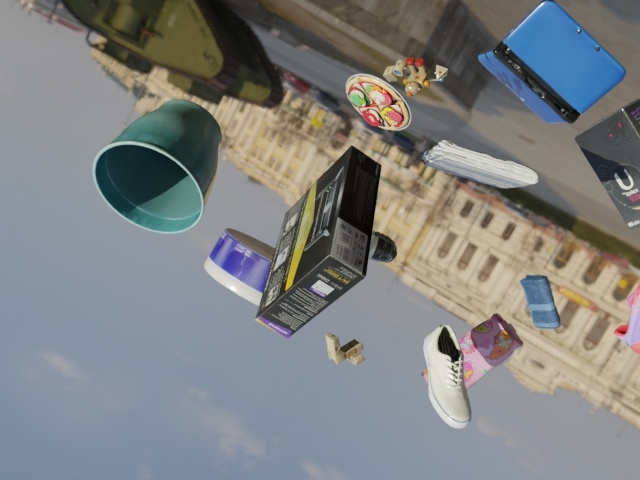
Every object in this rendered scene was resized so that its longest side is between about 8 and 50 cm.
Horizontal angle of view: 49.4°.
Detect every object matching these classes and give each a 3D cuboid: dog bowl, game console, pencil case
[{"bbox_3d":[-0.135,0.077,1.646,0.265,0.104,0.265,29,-177,-2],"label":"dog bowl"},{"bbox_3d":[0.605,-0.465,1.848,0.293,0.173,0.250,40,-176,-9],"label":"game console"},{"bbox_3d":[0.416,0.326,1.914,0.124,0.284,0.124,42,-164,-14],"label":"pencil case"}]

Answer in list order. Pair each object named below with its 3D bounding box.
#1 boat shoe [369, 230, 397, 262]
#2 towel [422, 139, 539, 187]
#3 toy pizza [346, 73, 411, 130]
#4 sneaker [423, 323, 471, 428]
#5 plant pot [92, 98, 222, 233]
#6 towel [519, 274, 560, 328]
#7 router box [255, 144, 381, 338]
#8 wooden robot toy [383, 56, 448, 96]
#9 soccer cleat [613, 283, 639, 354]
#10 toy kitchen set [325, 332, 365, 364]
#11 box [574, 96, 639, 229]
[{"bbox_3d":[0.168,0.022,1.933,0.079,0.084,0.233,15,-175,-1],"label":"boat shoe"},{"bbox_3d":[0.319,-0.153,1.439,0.209,0.034,0.285,18,-177,2],"label":"towel"},{"bbox_3d":[0.148,-0.357,1.835,0.201,0.032,0.201,31,160,13],"label":"toy pizza"},{"bbox_3d":[0.303,0.315,1.652,0.094,0.091,0.258,1,-132,-16],"label":"sneaker"},{"bbox_3d":[-0.366,-0.201,1.682,0.272,0.271,0.255,26,-133,-8],"label":"plant pot"},{"bbox_3d":[0.475,0.133,1.501,0.029,0.119,0.067,-23,-171,-32],"label":"towel"},{"bbox_3d":[0.000,0.000,1.323,0.081,0.243,0.308,32,-137,-18],"label":"router box"},{"bbox_3d":[0.214,-0.380,1.641,0.173,0.079,0.076,16,161,36],"label":"wooden robot toy"},{"bbox_3d":[0.531,0.077,1.080,0.083,0.248,0.095,-26,-138,-38],"label":"soccer cleat"},{"bbox_3d":[0.069,0.255,1.688,0.083,0.075,0.068,-25,-149,-28],"label":"toy kitchen set"},{"bbox_3d":[0.766,-0.189,1.656,0.270,0.143,0.165,60,151,5],"label":"box"}]
